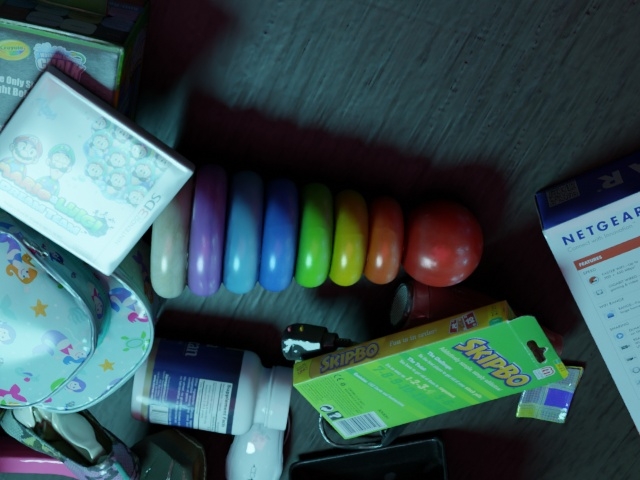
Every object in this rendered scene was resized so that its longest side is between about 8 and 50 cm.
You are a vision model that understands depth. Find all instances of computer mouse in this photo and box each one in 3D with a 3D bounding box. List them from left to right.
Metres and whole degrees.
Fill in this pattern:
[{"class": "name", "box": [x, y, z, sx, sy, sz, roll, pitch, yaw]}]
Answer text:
[{"class": "computer mouse", "box": [-0.082, 0.271, 1.382, 0.106, 0.042, 0.193, 9, 120, -1]}]

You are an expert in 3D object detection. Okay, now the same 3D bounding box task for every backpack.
[{"class": "backpack", "box": [-0.288, 0.058, 1.199, 0.225, 0.191, 0.253, -40, 115, 21]}]

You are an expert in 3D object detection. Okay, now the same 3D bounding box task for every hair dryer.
[{"class": "hair dryer", "box": [0.117, 0.126, 1.288, 0.293, 0.080, 0.224, -12, 138, 13]}]

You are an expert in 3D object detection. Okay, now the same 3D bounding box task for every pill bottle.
[{"class": "pill bottle", "box": [-0.117, 0.163, 1.293, 0.169, 0.094, 0.094, 9, 120, -2]}]

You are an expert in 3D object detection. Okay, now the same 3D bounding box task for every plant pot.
[{"class": "plant pot", "box": [0.076, 0.363, 1.357, 0.188, 0.187, 0.167, -13, 132, 10]}]

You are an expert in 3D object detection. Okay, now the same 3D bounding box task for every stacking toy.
[{"class": "stacking toy", "box": [0.000, 0.000, 1.179, 0.330, 0.141, 0.141, 5, 120, -4]}]

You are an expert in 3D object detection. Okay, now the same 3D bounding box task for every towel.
[{"class": "towel", "box": [0.258, 0.170, 1.325, 0.060, 0.009, 0.083, 11, 119, -4]}]

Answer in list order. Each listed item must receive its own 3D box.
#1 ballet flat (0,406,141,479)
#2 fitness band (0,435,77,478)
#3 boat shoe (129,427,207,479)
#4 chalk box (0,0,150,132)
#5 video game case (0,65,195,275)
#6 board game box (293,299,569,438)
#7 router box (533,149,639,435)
[{"class": "ballet flat", "box": [-0.282, 0.202, 1.284, 0.221, 0.077, 0.079, 26, 144, 36]}, {"class": "fitness band", "box": [-0.361, 0.333, 1.428, 0.290, 0.054, 0.209, 0, 119, 2]}, {"class": "boat shoe", "box": [-0.187, 0.343, 1.366, 0.122, 0.120, 0.324, 34, 124, 23]}, {"class": "chalk box", "box": [-0.240, -0.164, 1.095, 0.132, 0.132, 0.213, 13, 119, -3]}, {"class": "video game case", "box": [-0.217, -0.059, 1.064, 0.157, 0.019, 0.143, 35, 115, -16]}, {"class": "board game box", "box": [0.114, 0.135, 1.209, 0.259, 0.039, 0.124, -17, 137, 22]}, {"class": "router box", "box": [0.431, 0.026, 1.191, 0.335, 0.082, 0.301, -22, 116, 15]}]
